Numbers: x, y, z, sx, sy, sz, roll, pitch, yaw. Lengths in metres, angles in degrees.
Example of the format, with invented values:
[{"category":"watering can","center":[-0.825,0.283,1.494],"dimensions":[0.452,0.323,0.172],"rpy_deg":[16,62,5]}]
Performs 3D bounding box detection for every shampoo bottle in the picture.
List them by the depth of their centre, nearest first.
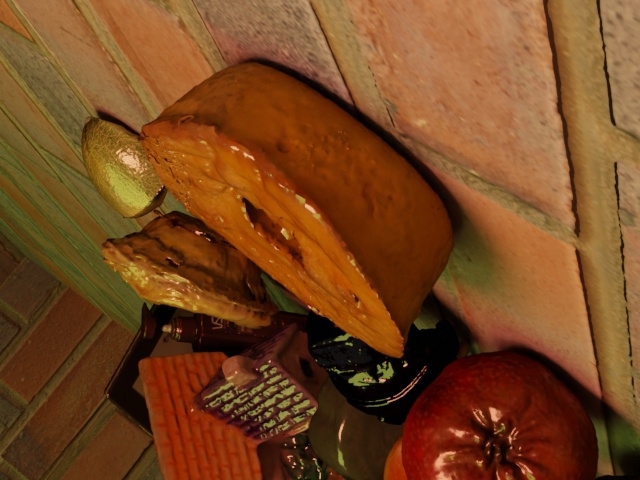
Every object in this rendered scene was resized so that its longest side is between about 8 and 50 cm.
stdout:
[{"category":"shampoo bottle","center":[-0.115,0.118,1.799],"dimensions":[0.236,0.067,0.068],"rpy_deg":[5,-144,-18]}]

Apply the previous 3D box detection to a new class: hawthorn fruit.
[{"category":"hawthorn fruit","center":[0.164,0.196,1.288],"dimensions":[0.179,0.179,0.200],"rpy_deg":[36,170,11]}]

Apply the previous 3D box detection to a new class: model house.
[{"category":"model house","center":[-0.083,0.231,1.702],"dimensions":[0.237,0.202,0.237],"rpy_deg":[-27,152,34]}]

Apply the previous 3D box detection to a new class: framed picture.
[{"category":"framed picture","center":[-0.147,0.179,1.928],"dimensions":[0.016,0.265,0.347],"rpy_deg":[14,157,35]}]

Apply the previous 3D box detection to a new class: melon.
[{"category":"melon","center":[-0.249,-0.089,1.668],"dimensions":[0.128,0.079,0.160],"rpy_deg":[42,168,-21]}]

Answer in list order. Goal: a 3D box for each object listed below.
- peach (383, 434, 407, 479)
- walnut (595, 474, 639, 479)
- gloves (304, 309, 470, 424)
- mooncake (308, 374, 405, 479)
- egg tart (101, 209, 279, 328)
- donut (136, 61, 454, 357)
[{"category":"peach","center":[0.169,0.273,1.498],"dimensions":[0.192,0.190,0.190],"rpy_deg":[52,173,19]},{"category":"walnut","center":[0.300,0.288,1.325],"dimensions":[0.137,0.137,0.245],"rpy_deg":[38,174,2]},{"category":"gloves","center":[0.078,0.121,1.368],"dimensions":[0.203,0.124,0.164],"rpy_deg":[44,162,-26]},{"category":"mooncake","center":[0.074,0.207,1.608],"dimensions":[0.104,0.175,0.168],"rpy_deg":[9,112,63]},{"category":"egg tart","center":[-0.152,0.030,1.702],"dimensions":[0.241,0.106,0.241],"rpy_deg":[23,-175,-2]},{"category":"donut","center":[-0.011,-0.033,1.107],"dimensions":[0.277,0.108,0.277],"rpy_deg":[37,168,9]}]
